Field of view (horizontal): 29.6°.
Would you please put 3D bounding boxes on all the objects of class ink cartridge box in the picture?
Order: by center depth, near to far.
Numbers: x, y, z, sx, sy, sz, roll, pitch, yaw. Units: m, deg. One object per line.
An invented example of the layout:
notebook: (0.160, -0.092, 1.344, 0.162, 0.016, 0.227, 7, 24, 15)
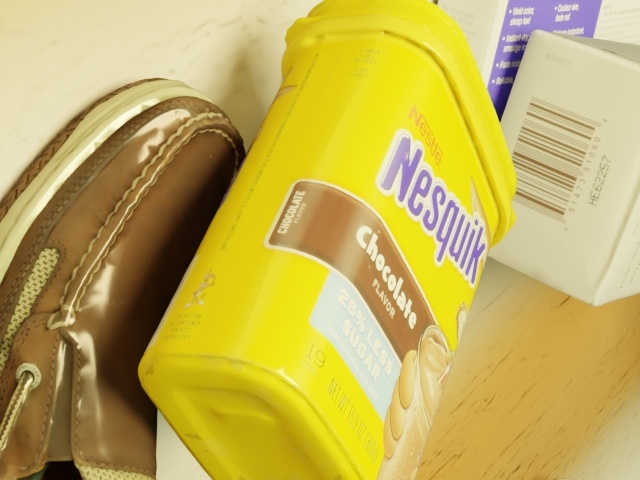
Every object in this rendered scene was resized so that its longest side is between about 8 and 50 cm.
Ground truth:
ink cartridge box: (0.131, -0.115, 0.657, 0.206, 0.045, 0.208, -16, 127, -49)

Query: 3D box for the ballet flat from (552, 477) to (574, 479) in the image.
ballet flat: (0.175, 0.307, 0.923, 0.086, 0.086, 0.248, 57, 37, -54)

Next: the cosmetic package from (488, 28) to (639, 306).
cosmetic package: (0.178, -0.042, 0.658, 0.231, 0.085, 0.117, -8, 120, -53)

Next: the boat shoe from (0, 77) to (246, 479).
boat shoe: (-0.086, 0.068, 0.433, 0.257, 0.095, 0.095, -61, 148, -3)

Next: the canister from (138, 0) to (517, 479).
canister: (0.010, 0.011, 0.445, 0.126, 0.073, 0.170, 61, 40, -41)
